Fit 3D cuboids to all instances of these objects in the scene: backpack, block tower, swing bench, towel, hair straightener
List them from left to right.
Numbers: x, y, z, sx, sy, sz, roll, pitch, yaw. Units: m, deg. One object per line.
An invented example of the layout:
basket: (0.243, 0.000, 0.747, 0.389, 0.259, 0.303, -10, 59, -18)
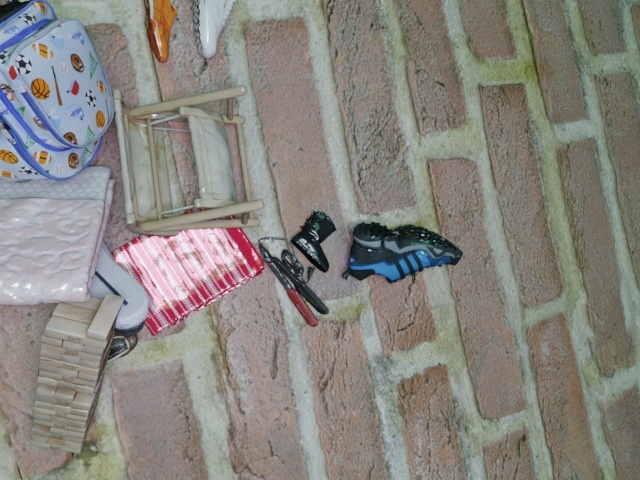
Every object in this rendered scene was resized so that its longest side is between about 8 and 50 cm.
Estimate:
towel: (-0.537, -0.021, 0.793, 0.331, 0.053, 0.317, -1, 44, -11)
backpack: (-0.476, -0.234, 0.791, 0.213, 0.264, 0.277, 7, 45, 12)
block tower: (-0.425, 0.230, 0.817, 0.097, 0.091, 0.336, 18, 122, -16)
towel: (-0.277, 0.048, 1.002, 0.274, 0.031, 0.199, -31, 95, -17)
swing bench: (-0.258, -0.150, 0.937, 0.254, 0.165, 0.254, -7, 80, -12)
hair straightener: (-0.056, 0.080, 1.072, 0.089, 0.047, 0.230, -41, 93, -34)

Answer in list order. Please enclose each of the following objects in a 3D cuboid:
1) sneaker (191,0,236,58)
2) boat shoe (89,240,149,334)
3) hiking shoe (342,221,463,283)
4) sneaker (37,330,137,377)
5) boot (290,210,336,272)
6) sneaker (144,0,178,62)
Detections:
sneaker: (-0.227, -0.510, 1.030, 0.094, 0.090, 0.235, 1, 87, -27)
boat shoe: (-0.452, 0.053, 0.895, 0.121, 0.119, 0.335, -32, 73, -38)
hiking shoe: (0.196, 0.038, 1.133, 0.303, 0.113, 0.132, 8, 114, -23)
sneaker: (-0.449, 0.220, 0.912, 0.188, 0.071, 0.066, -25, 94, -18)
boot: (0.000, 0.000, 1.089, 0.121, 0.045, 0.099, 46, 69, -11)
sneaker: (-0.332, -0.465, 1.003, 0.067, 0.064, 0.175, -5, 90, -28)
